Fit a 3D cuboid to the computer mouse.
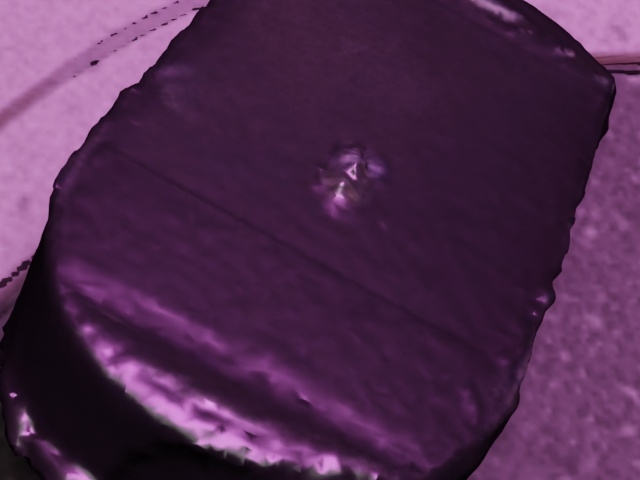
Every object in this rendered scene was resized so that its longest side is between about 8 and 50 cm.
[{"bbox_3d":[-0.002,0.004,0.694,0.168,0.087,0.295,30,49,1],"label":"computer mouse"}]
